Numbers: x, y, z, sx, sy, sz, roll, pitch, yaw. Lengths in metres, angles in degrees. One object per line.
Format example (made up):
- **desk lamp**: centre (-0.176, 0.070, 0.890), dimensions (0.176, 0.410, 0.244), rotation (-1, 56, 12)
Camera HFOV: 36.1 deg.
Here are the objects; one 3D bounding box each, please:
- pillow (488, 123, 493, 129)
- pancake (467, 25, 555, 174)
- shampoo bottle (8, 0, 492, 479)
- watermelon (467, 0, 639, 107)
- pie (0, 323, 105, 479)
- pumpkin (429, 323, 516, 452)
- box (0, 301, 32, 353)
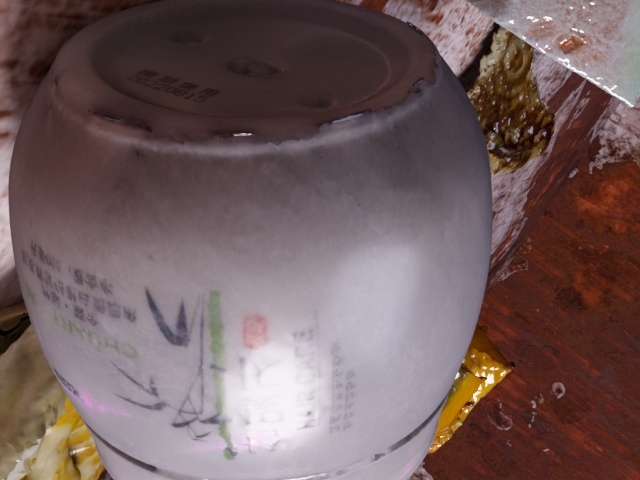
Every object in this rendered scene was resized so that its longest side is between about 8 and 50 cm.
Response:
- **pillow**: centre (0.217, -0.109, 1.434), dimensions (0.179, 0.075, 0.171), rotation (-49, 160, -18)
- **pancake**: centre (0.241, -0.202, 1.300), dimensions (0.266, 0.057, 0.245), rotation (-15, 122, -45)
- **shampoo bottle**: centre (-0.037, 0.009, 0.584), dimensions (0.273, 0.273, 0.266), rotation (-36, 135, -44)
- **watermelon**: centre (0.226, -0.247, 0.982), dimensions (0.213, 0.290, 0.320), rotation (-17, 168, -12)
- **pie**: centre (-0.218, 0.177, 0.759), dimensions (0.339, 0.077, 0.339), rotation (-61, 177, -5)
- **pumpkin**: centre (0.135, 0.197, 1.539), dimensions (0.225, 0.256, 0.303), rotation (-53, 151, 10)
- **box**: centre (-0.250, 0.107, 0.705), dimensions (0.149, 0.020, 0.073), rotation (-59, 162, 22)
